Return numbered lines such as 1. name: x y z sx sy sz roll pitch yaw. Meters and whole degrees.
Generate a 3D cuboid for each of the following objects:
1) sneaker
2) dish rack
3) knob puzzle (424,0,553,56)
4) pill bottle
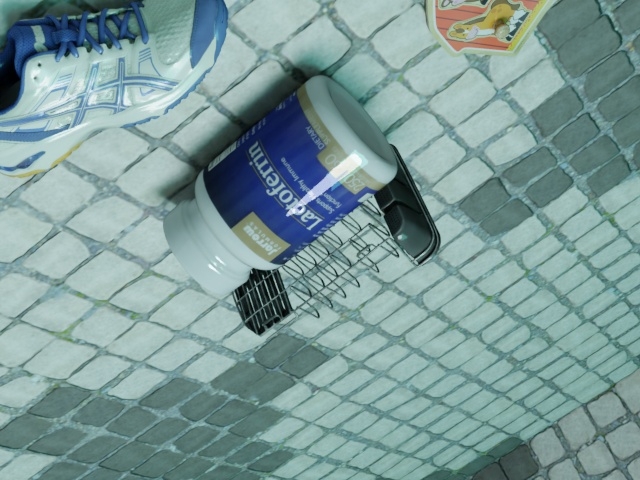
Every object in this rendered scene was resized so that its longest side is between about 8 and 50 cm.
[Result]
1. sneaker: -0.230 -0.169 1.010 0.296 0.112 0.131 -32 147 6
2. dish rack: 0.000 0.000 1.329 0.271 0.208 0.074 -37 135 17
3. knob puzzle: 0.205 -0.285 1.225 0.213 0.030 0.213 -18 147 -12
4. pill bottle: -0.052 -0.060 1.246 0.265 0.153 0.153 -38 145 18
